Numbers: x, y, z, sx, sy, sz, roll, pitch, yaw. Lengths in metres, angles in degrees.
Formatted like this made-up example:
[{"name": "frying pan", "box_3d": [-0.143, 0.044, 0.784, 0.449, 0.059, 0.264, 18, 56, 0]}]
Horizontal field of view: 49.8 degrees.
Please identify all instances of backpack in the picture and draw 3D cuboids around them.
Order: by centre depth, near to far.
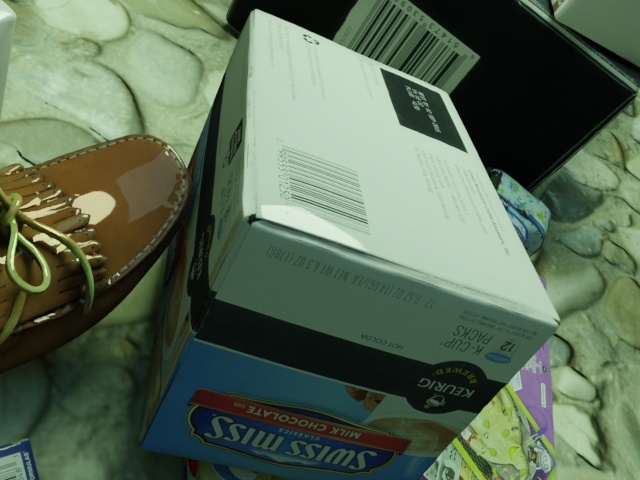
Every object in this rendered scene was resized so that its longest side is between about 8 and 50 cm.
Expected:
[{"name": "backpack", "box_3d": [0.232, -0.020, 0.894, 0.114, 0.105, 0.084, 32, 51, -9]}]

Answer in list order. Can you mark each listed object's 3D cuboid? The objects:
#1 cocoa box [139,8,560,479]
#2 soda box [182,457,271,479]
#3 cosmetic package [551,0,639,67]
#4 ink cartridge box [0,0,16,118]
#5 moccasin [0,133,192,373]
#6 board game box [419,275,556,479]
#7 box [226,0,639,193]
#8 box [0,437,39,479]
[{"name": "cocoa box", "box_3d": [0.000, 0.000, 0.602, 0.231, 0.228, 0.347, 18, 34, -19]}, {"name": "soda box", "box_3d": [-0.077, 0.214, 0.556, 0.061, 0.058, 0.181, 12, 50, -23]}, {"name": "cosmetic package", "box_3d": [0.379, -0.255, 0.756, 0.231, 0.117, 0.085, 24, 47, -17]}, {"name": "ink cartridge box", "box_3d": [-0.375, -0.082, 0.501, 0.117, 0.201, 0.278, 39, 45, 1]}, {"name": "moccasin", "box_3d": [-0.247, 0.020, 0.457, 0.380, 0.147, 0.139, -26, 77, -32]}, {"name": "board game box", "box_3d": [0.163, 0.145, 0.766, 0.208, 0.056, 0.347, 23, 48, -9]}, {"name": "box", "box_3d": [0.207, -0.371, 1.012, 0.480, 0.297, 0.472, 37, 47, -3]}, {"name": "box", "box_3d": [-0.271, 0.217, 0.407, 0.225, 0.036, 0.136, -5, 71, -49]}]
